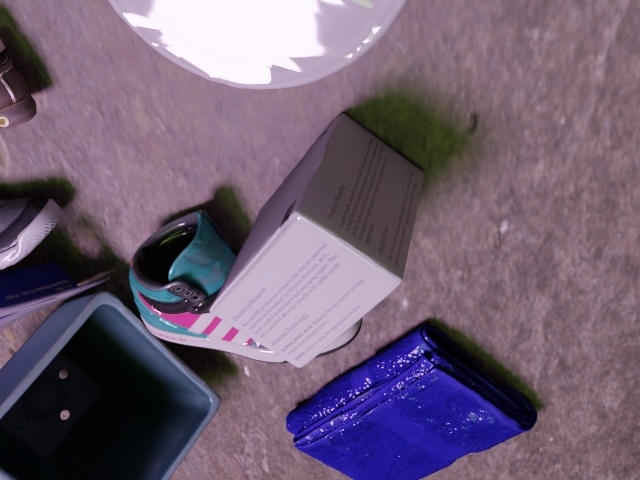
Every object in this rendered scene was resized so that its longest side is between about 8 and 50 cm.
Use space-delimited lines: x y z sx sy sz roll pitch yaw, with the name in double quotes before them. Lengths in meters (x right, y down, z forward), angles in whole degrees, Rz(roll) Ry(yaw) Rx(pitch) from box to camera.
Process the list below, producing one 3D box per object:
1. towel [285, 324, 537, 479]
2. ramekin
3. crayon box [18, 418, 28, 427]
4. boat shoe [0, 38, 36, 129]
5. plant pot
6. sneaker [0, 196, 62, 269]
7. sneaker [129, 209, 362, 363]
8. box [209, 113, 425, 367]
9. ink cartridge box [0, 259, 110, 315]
"towel" 0.118 0.262 0.977 0.227 0.076 0.308 38 128 -16
"ramekin" -0.044 -0.268 0.540 0.272 0.127 0.273 8 131 9
"crayon box" -0.675 0.408 1.194 0.323 0.083 0.203 -43 130 18
"boat shoe" -0.464 -0.131 0.771 0.324 0.117 0.097 -17 120 19
"plant pot" -0.349 0.237 0.967 0.252 0.248 0.247 -3 133 49
"sneaker" -0.458 -0.037 0.852 0.268 0.101 0.153 -12 128 26
"sneaker" -0.103 0.047 0.824 0.295 0.124 0.178 2 142 14
"box" 0.000 0.000 0.717 0.119 0.181 0.182 35 130 -12
"ink cartridge box" -0.473 0.100 0.922 0.370 0.175 0.069 -20 90 28
